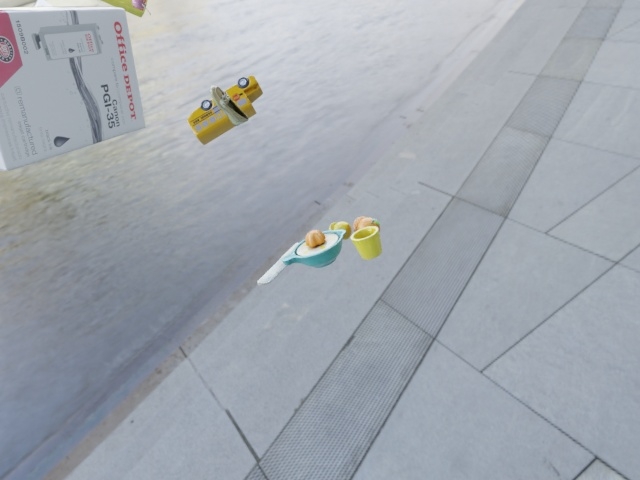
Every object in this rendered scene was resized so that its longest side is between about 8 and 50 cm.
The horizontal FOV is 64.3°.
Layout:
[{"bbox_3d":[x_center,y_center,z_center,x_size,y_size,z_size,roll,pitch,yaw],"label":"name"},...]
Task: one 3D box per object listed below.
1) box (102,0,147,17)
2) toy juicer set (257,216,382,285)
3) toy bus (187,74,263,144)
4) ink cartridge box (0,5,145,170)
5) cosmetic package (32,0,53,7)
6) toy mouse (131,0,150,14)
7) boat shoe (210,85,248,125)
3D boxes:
[{"bbox_3d":[-0.635,-0.757,1.512,0.232,0.087,0.058,16,-2,-30],"label":"box"},{"bbox_3d":[0.000,0.000,1.298,0.329,0.089,0.209,-16,22,17],"label":"toy juicer set"},{"bbox_3d":[-0.388,-0.546,2.126,0.333,0.108,0.130,-31,78,0],"label":"toy bus"},{"bbox_3d":[-0.421,-0.247,0.783,0.117,0.207,0.283,9,28,22],"label":"ink cartridge box"},{"bbox_3d":[-0.877,-0.661,1.827,0.155,0.365,0.197,-40,45,18],"label":"cosmetic package"},{"bbox_3d":[-0.538,-0.701,1.421,0.031,0.161,0.143,-39,36,-2],"label":"toy mouse"},{"bbox_3d":[-0.285,-0.425,1.591,0.048,0.153,0.056,-15,43,25],"label":"boat shoe"}]
